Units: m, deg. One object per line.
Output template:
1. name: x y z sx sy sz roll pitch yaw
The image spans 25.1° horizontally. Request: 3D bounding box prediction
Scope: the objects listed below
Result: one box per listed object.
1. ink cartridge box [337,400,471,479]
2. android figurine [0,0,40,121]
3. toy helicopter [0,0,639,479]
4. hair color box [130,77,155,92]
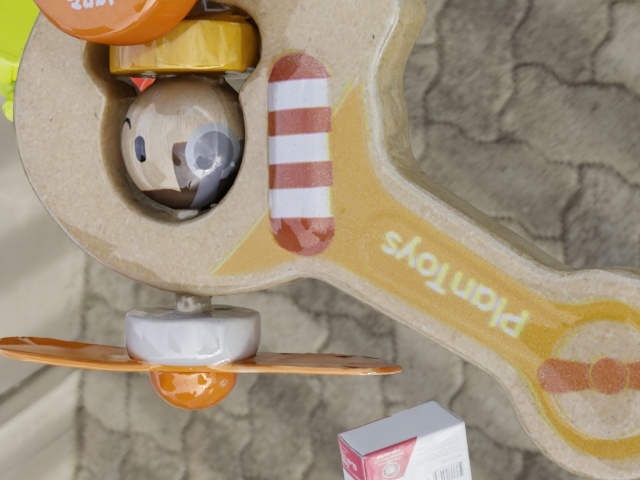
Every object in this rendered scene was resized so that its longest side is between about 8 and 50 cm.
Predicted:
1. ink cartridge box: 0.099 0.285 1.599 0.072 0.127 0.175 31 133 61
2. android figurine: -0.211 -0.207 1.082 0.248 0.273 0.056 18 148 -5
3. toy helicopter: 0.000 0.000 0.613 0.355 0.140 0.235 32 105 24
4. hair color box: -0.119 -0.105 0.873 0.072 0.141 0.043 32 100 5
